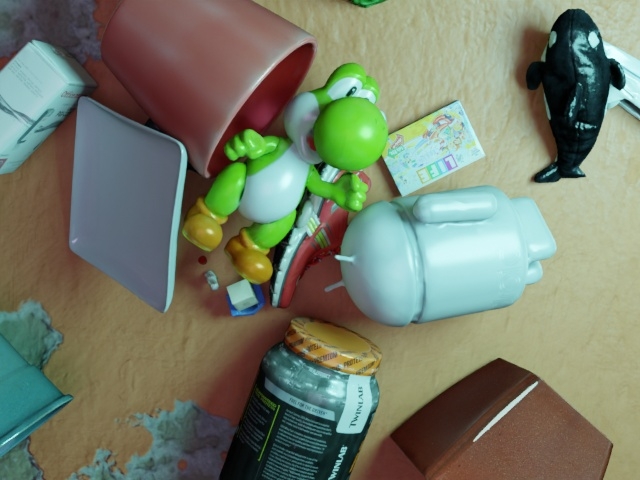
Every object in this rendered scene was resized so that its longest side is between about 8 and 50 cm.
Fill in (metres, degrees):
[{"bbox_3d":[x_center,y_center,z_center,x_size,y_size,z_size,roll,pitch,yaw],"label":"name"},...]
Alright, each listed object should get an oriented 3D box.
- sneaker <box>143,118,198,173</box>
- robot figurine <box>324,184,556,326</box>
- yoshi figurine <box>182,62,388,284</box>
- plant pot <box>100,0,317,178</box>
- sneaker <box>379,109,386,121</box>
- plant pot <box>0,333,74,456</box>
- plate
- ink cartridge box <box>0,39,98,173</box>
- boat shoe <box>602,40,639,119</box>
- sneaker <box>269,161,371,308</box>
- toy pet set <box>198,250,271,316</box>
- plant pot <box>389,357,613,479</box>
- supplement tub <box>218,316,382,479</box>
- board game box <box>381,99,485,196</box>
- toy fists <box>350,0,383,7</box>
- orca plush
[{"bbox_3d":[-0.265,-0.137,1.403,0.170,0.051,0.089,39,98,-1],"label":"sneaker"},{"bbox_3d":[0.184,0.024,1.326,0.354,0.199,0.300,-9,142,-12],"label":"robot figurine"},{"bbox_3d":[-0.034,-0.102,1.261,0.203,0.203,0.362,43,99,15],"label":"yoshi figurine"},{"bbox_3d":[-0.181,-0.271,1.283,0.243,0.275,0.275,39,98,3],"label":"plant pot"},{"bbox_3d":[0.036,-0.181,1.385,0.152,0.061,0.053,-14,98,2],"label":"sneaker"},{"bbox_3d":[-0.636,0.228,1.344,0.341,0.341,0.334,-37,90,6],"label":"plant pot"},{"bbox_3d":[-0.301,-0.063,1.332,0.277,0.045,0.277,27,118,37],"label":"plate"},{"bbox_3d":[-0.476,-0.206,1.335,0.092,0.158,0.218,45,98,-5],"label":"ink cartridge box"},{"bbox_3d":[0.474,-0.251,1.351,0.258,0.095,0.084,29,98,-1],"label":"boat shoe"},{"bbox_3d":[0.000,0.000,1.398,0.118,0.107,0.279,24,101,-11],"label":"sneaker"},{"bbox_3d":[-0.131,0.065,1.442,0.122,0.065,0.114,-22,64,1],"label":"toy pet set"},{"bbox_3d":[0.311,0.347,1.385,0.267,0.267,0.235,41,86,-6],"label":"plant pot"},{"bbox_3d":[-0.030,0.312,1.397,0.207,0.207,0.337,20,100,-3],"label":"supplement tub"},{"bbox_3d":[0.182,-0.154,1.404,0.154,0.026,0.103,-27,99,5],"label":"board game box"},{"bbox_3d":[0.154,-0.450,1.295,0.279,0.142,0.096,-23,99,4],"label":"toy fists"},{"bbox_3d":[0.378,-0.207,1.317,0.151,0.102,0.287,23,129,17],"label":"orca plush"}]
